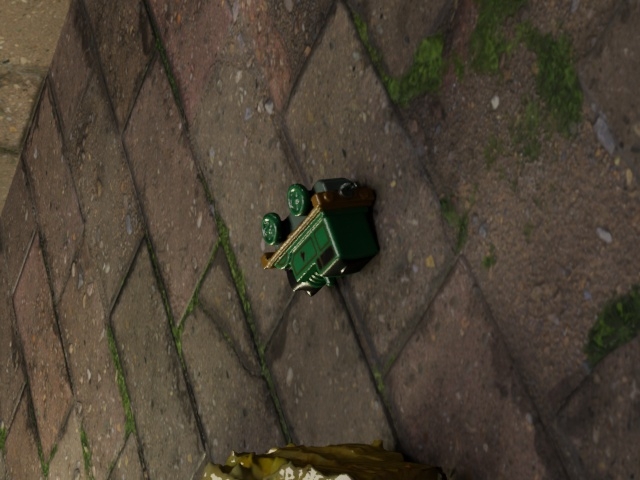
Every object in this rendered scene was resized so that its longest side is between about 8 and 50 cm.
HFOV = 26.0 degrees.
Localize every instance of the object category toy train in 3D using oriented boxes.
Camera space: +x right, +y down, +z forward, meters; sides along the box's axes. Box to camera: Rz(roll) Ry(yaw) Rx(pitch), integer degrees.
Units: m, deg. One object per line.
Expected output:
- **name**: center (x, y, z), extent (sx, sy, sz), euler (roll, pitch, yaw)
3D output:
- **toy train**: center (0.000, 0.000, 1.841), extent (0.228, 0.091, 0.136), euler (-50, 55, 49)

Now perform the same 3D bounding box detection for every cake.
- **cake**: center (0.016, 0.351, 1.602), extent (0.222, 0.286, 0.228), euler (5, 88, 33)
